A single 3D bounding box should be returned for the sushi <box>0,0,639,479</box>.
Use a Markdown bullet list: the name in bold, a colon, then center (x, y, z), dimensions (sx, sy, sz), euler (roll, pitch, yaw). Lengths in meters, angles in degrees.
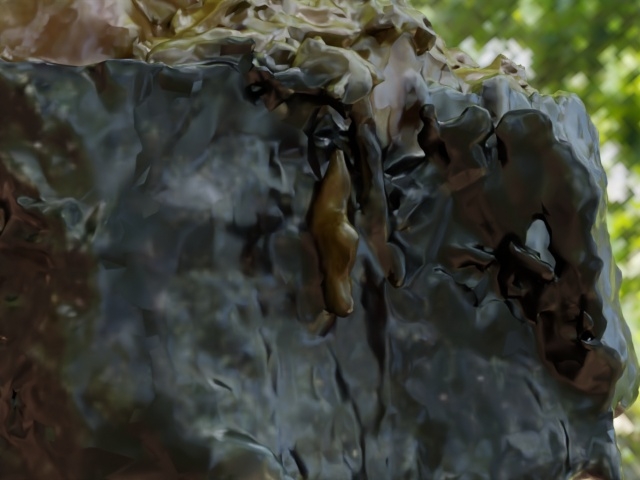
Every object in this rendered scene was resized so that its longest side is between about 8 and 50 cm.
- **sushi**: center (0.000, 0.000, 0.701), dimensions (0.348, 0.234, 0.207), euler (-1, 93, -53)
